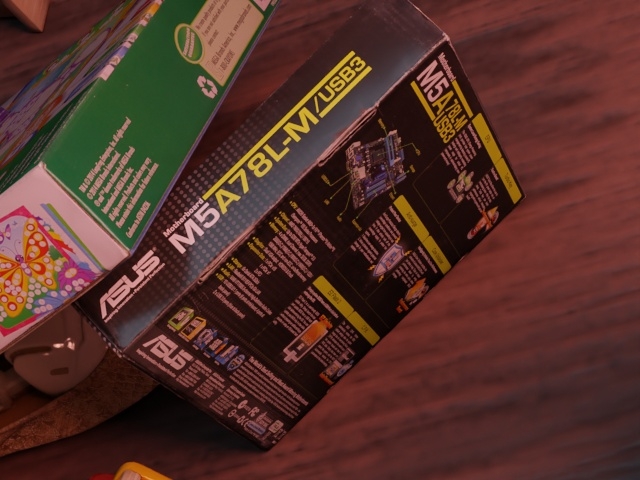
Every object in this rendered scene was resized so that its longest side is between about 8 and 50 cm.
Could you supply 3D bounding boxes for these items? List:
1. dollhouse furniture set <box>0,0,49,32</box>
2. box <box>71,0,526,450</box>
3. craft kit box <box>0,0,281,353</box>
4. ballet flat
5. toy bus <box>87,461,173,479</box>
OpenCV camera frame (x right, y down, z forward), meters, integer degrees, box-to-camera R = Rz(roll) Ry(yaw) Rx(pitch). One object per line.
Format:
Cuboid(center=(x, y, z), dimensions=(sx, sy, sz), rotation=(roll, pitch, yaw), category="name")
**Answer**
Cuboid(center=(-0.265, -0.198, 0.974), dimensions=(0.182, 0.161, 0.101), rotation=(0, 67, 22), category="dollhouse furniture set")
Cuboid(center=(0.000, 0.000, 0.753), dimensions=(0.184, 0.191, 0.045), rotation=(-47, 65, -2), category="box")
Cuboid(center=(-0.145, -0.015, 0.778), dimensions=(0.246, 0.061, 0.250), rotation=(-38, 16, 30), category="craft kit box")
Cuboid(center=(-0.159, 0.072, 0.859), dimensions=(0.206, 0.067, 0.073), rotation=(-29, 58, 7), category="ballet flat")
Cuboid(center=(-0.092, 0.203, 0.745), dimensions=(0.104, 0.202, 0.191), rotation=(27, 74, -5), category="toy bus")
